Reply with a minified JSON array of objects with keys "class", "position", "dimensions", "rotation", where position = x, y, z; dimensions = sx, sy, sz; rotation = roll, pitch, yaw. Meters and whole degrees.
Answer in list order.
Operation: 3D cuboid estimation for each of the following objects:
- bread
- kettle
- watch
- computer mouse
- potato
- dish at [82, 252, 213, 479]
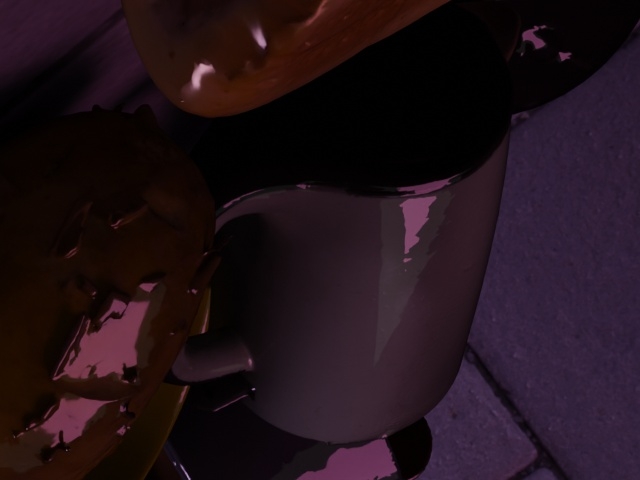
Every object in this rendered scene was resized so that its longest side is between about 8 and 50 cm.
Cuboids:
[{"class":"bread","position":[0.055,-0.145,0.511],"dimensions":[0.305,0.091,0.142],"rotation":[-33,167,-42]},{"class":"kettle","position":[0.000,0.000,0.833],"dimensions":[0.240,0.165,0.255],"rotation":[-30,154,-24]},{"class":"watch","position":[-0.086,0.127,1.254],"dimensions":[0.314,0.335,0.327],"rotation":[-30,155,-13]},{"class":"computer mouse","position":[0.140,-0.156,0.965],"dimensions":[0.183,0.116,0.323],"rotation":[-43,173,20]},{"class":"potato","position":[-0.160,0.061,0.660],"dimensions":[0.300,0.140,0.173],"rotation":[-43,179,17]},{"class":"dish","position":[-0.168,0.099,0.894],"dimensions":[0.262,0.108,0.221],"rotation":[-58,166,-37]}]
